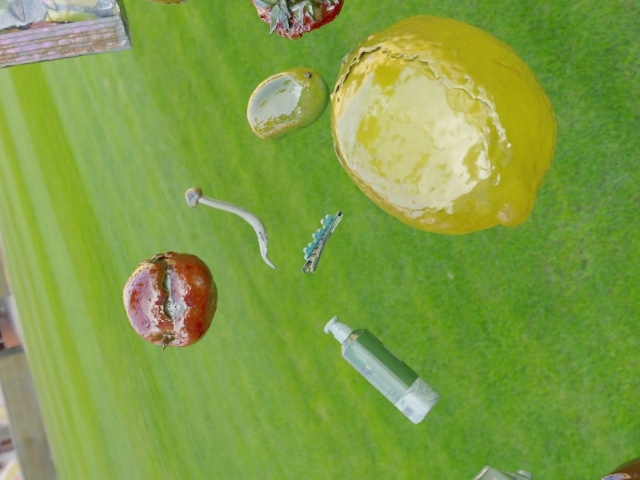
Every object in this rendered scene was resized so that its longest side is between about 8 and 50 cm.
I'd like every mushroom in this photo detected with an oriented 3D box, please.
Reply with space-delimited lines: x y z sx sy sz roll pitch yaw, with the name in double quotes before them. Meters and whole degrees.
"mushroom" -0.166 -0.031 1.497 0.068 0.306 0.043 -26 48 25

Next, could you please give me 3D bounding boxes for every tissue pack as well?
"tissue pack" -0.221 -0.185 0.507 0.060 0.148 0.109 114 142 -73

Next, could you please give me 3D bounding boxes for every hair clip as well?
"hair clip" -0.001 -0.001 1.654 0.049 0.173 0.049 25 160 10

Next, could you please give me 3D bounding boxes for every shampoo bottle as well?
"shampoo bottle" 0.089 0.193 1.097 0.204 0.065 0.065 41 146 10

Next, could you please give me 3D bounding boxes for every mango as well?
"mango" -0.067 -0.248 1.304 0.191 0.122 0.086 -28 54 33

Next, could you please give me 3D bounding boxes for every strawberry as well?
"strawberry" -0.021 -0.226 0.593 0.106 0.106 0.106 39 137 51

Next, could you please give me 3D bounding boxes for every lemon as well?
"lemon" 0.118 -0.115 0.703 0.260 0.204 0.204 48 145 23

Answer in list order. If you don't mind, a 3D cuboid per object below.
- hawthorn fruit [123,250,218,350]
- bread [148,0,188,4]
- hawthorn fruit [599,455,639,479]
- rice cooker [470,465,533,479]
"hawthorn fruit" -0.134 0.057 0.642 0.093 0.093 0.093 39 137 51
"bread" -0.310 -0.425 0.991 0.119 0.288 0.153 37 120 43
"hawthorn fruit" 0.391 0.324 0.762 0.210 0.266 0.230 -4 126 40
"rice cooker" 0.286 0.498 1.020 0.288 0.277 0.288 44 176 4
